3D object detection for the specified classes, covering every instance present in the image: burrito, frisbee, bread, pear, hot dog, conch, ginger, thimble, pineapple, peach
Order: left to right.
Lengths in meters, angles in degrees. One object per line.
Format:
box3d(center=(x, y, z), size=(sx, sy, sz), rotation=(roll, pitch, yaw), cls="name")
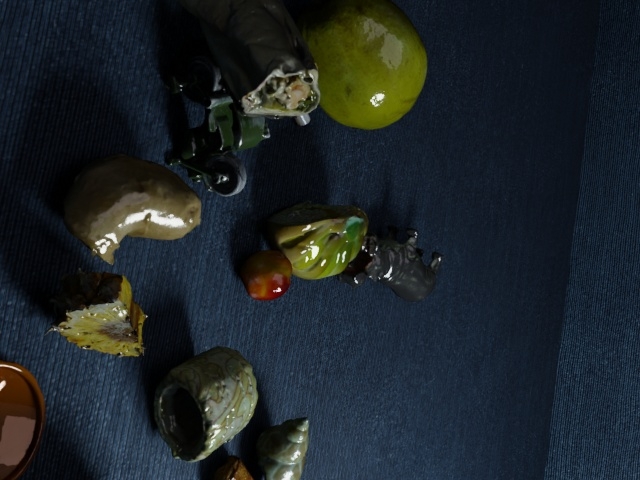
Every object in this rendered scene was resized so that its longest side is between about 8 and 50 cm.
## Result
box3d(center=(-0.463, 0.258, 1.292), size=(0.192, 0.035, 0.192), rotation=(-9, 101, -56), cls="frisbee")
box3d(center=(-0.339, 0.107, 1.393), size=(0.233, 0.135, 0.079), rotation=(87, -2, -63), cls="pineapple")
box3d(center=(-0.290, -0.059, 1.447), size=(0.267, 0.138, 0.152), rotation=(-15, 120, -43), cls="ginger")
box3d(center=(-0.198, 0.288, 1.623), size=(0.143, 0.137, 0.190), rotation=(-31, 133, -54), cls="thimble")
box3d(center=(-0.159, 0.471, 1.762), size=(0.099, 0.065, 0.147), rotation=(-58, 134, -36), cls="hot dog")
box3d(center=(-0.127, -0.362, 1.547), size=(0.190, 0.135, 0.332), rotation=(-16, 70, -47), cls="burrito")
box3d(center=(-0.104, 0.065, 1.788), size=(0.101, 0.101, 0.100), rotation=(-8, 100, -57), cls="peach")
box3d(center=(-0.076, 0.430, 1.844), size=(0.116, 0.106, 0.173), rotation=(59, 35, -79), cls="conch")
box3d(center=(0.007, 0.004, 1.898), size=(0.261, 0.158, 0.156), rotation=(-26, 118, -51), cls="bread")
box3d(center=(0.081, -0.373, 1.901), size=(0.307, 0.253, 0.253), rotation=(49, 52, -33), cls="pear")

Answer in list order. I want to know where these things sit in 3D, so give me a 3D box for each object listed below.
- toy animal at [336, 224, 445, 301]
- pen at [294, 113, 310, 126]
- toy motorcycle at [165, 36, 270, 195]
box3d(center=(0.160, 0.045, 2.189), size=(0.343, 0.106, 0.168), rotation=(16, 86, -51), cls="toy animal")
box3d(center=(-0.081, -0.332, 1.839), size=(0.033, 0.033, 0.269), rotation=(-61, 140, -34), cls="pen")
box3d(center=(-0.170, -0.222, 1.638), size=(0.205, 0.127, 0.275), rotation=(-24, 106, -55), cls="toy motorcycle")
